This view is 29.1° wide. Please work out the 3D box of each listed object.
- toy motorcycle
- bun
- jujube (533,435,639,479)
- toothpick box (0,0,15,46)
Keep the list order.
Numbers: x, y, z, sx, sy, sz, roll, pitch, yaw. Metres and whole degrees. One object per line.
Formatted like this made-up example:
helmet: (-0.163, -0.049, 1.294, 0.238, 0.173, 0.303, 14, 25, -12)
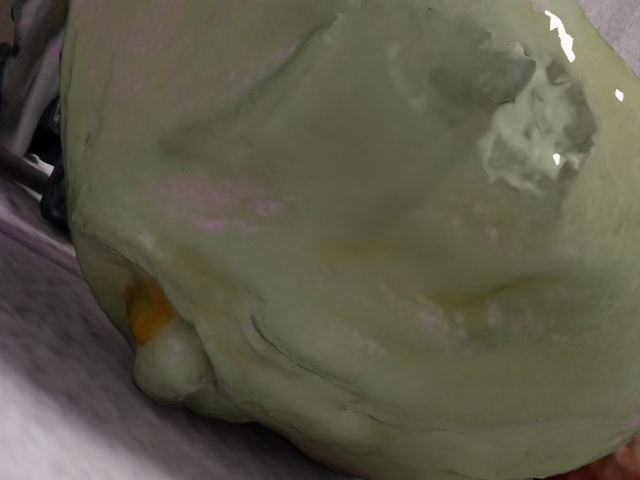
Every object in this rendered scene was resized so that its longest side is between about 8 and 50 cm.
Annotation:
toy motorcycle: (-0.124, -0.115, 0.747, 0.143, 0.188, 0.327, 25, 5, -23)
bun: (0.000, 0.000, 0.469, 0.283, 0.179, 0.283, 40, -16, 13)
jujube: (0.193, 0.099, 0.744, 0.155, 0.155, 0.230, 33, 26, -9)
toothpick box: (-0.252, -0.347, 1.043, 0.425, 0.409, 0.409, 26, 6, -34)
